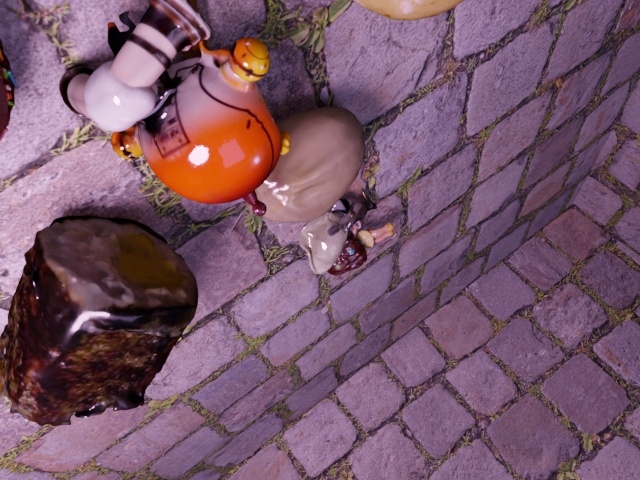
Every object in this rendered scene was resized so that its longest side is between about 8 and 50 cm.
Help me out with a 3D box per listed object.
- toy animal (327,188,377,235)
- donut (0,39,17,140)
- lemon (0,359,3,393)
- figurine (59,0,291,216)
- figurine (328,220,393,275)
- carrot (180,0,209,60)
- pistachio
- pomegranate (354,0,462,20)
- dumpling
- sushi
[{"bbox_3d":[0.095,-0.082,1.322,0.202,0.070,0.105,-22,117,-44],"label":"toy animal"},{"bbox_3d":[-0.479,-0.188,0.525,0.235,0.089,0.235,-30,148,-21],"label":"donut"},{"bbox_3d":[-0.660,0.265,0.852,0.142,0.142,0.187,-49,166,13],"label":"lemon"},{"bbox_3d":[-0.193,-0.174,0.719,0.320,0.196,0.323,-22,146,29],"label":"figurine"},{"bbox_3d":[0.107,0.013,1.437,0.240,0.116,0.175,-36,150,-10],"label":"figurine"},{"bbox_3d":[-0.202,-0.316,0.718,0.059,0.059,0.248,-33,153,-14],"label":"carrot"},{"bbox_3d":[-0.023,-0.165,0.986,0.332,0.208,0.226,-45,-163,-24],"label":"pistachio"},{"bbox_3d":[0.116,-0.477,0.658,0.319,0.319,0.319,-29,148,-21],"label":"pomegranate"},{"bbox_3d":[0.000,0.002,1.324,0.134,0.100,0.169,24,110,-32],"label":"dumpling"},{"bbox_3d":[-0.390,0.126,0.842,0.281,0.299,0.294,16,117,-30],"label":"sushi"}]
